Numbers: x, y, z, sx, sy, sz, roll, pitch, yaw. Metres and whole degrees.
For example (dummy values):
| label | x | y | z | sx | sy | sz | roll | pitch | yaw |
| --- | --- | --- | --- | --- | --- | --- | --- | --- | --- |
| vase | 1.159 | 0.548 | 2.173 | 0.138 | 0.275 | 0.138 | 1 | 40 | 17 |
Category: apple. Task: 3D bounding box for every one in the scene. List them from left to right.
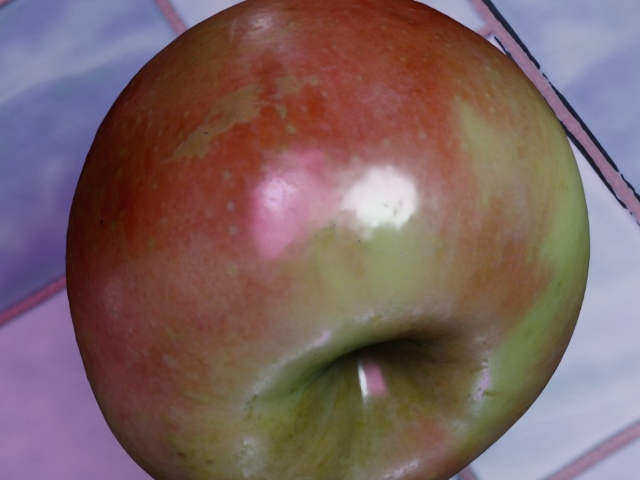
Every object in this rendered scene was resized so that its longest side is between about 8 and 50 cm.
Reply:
| label | x | y | z | sx | sy | sz | roll | pitch | yaw |
| --- | --- | --- | --- | --- | --- | --- | --- | --- | --- |
| apple | 0.000 | 0.000 | 0.882 | 0.319 | 0.319 | 0.277 | -26 | 47 | -2 |
